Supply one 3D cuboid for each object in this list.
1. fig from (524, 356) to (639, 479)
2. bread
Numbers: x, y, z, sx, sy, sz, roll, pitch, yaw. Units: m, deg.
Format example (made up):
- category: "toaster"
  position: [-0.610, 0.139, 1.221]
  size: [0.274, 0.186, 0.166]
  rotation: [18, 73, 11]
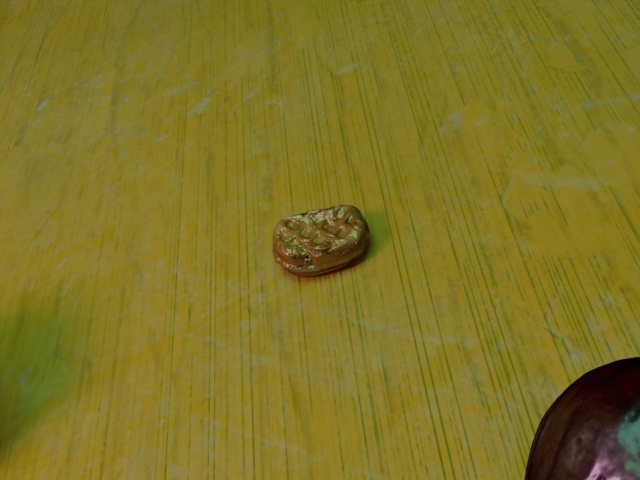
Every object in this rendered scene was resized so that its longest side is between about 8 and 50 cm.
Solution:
- category: "fig"
  position: [0.204, 0.201, 0.597]
  size: [0.249, 0.186, 0.203]
  rotation: [-43, 62, -14]
- category: "bread"
  position: [0.000, 0.000, 1.016]
  size: [0.110, 0.044, 0.083]
  rotation: [-13, 41, 6]
